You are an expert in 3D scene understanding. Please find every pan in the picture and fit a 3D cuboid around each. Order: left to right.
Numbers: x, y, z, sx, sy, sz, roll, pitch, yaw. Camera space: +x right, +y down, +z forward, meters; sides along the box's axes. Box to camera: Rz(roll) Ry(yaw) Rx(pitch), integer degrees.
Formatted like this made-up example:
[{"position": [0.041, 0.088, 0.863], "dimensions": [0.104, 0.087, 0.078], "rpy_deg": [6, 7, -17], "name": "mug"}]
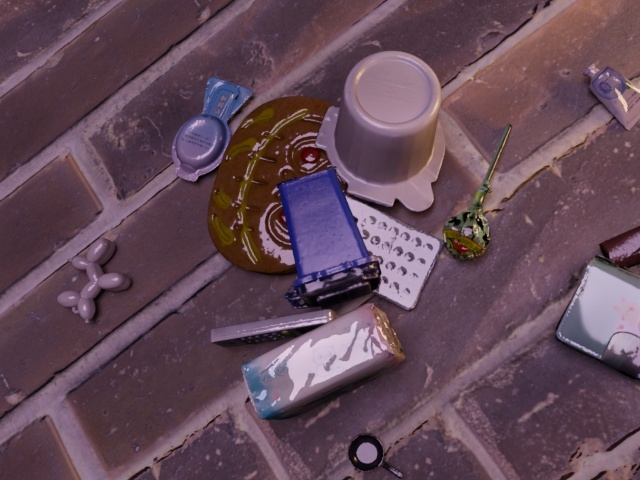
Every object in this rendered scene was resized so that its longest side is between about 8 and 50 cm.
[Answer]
[{"position": [0.105, 0.407, 1.379], "dimensions": [0.115, 0.023, 0.068], "rpy_deg": [30, 83, 24], "name": "pan"}]

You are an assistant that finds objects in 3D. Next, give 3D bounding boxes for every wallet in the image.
[{"position": [0.555, 0.153, 1.289], "dimensions": [0.250, 0.075, 0.176], "rpy_deg": [27, 97, 20], "name": "wallet"}]

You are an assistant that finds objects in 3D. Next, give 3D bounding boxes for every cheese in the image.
[{"position": [-0.250, -0.245, 1.653], "dimensions": [0.135, 0.052, 0.245], "rpy_deg": [22, 80, 17], "name": "cheese"}]

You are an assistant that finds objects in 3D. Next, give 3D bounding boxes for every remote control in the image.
[{"position": [-0.086, 0.174, 1.459], "dimensions": [0.250, 0.103, 0.034], "rpy_deg": [-11, 72, 11], "name": "remote control"}]

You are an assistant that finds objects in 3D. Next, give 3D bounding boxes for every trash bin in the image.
[{"position": [0.000, 0.000, 1.391], "dimensions": [0.184, 0.162, 0.235], "rpy_deg": [-18, 75, 1], "name": "trash bin"}]

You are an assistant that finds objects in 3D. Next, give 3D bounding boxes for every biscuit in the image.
[{"position": [-0.060, -0.119, 1.554], "dimensions": [0.350, 0.070, 0.394], "rpy_deg": [7, 76, 17], "name": "biscuit"}]

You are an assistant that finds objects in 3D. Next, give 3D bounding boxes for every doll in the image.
[{"position": [-0.500, 0.093, 1.619], "dimensions": [0.160, 0.059, 0.161], "rpy_deg": [-30, 69, 5], "name": "doll"}]

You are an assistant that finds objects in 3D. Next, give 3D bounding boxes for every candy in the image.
[{"position": [0.324, -0.099, 1.454], "dimensions": [0.091, 0.083, 0.305], "rpy_deg": [32, 72, -16], "name": "candy"}]

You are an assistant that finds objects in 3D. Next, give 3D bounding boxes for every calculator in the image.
[{"position": [0.096, 0.014, 1.467], "dimensions": [0.261, 0.021, 0.161], "rpy_deg": [25, 83, 7], "name": "calculator"}]

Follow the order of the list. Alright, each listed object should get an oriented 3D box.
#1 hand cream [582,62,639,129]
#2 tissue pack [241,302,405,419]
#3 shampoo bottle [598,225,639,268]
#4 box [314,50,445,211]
[{"position": [0.574, -0.290, 1.445], "dimensions": [0.142, 0.053, 0.084], "rpy_deg": [44, 88, 12], "name": "hand cream"}, {"position": [0.010, 0.226, 1.365], "dimensions": [0.271, 0.201, 0.124], "rpy_deg": [-26, 77, 7], "name": "tissue pack"}, {"position": [0.629, -0.013, 1.338], "dimensions": [0.236, 0.068, 0.067], "rpy_deg": [-24, 70, 9], "name": "shampoo bottle"}, {"position": [0.135, -0.215, 1.427], "dimensions": [0.262, 0.206, 0.291], "rpy_deg": [-21, 70, -8], "name": "box"}]
